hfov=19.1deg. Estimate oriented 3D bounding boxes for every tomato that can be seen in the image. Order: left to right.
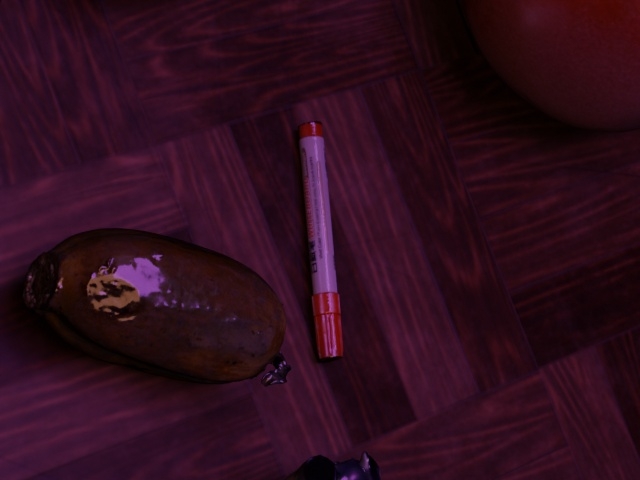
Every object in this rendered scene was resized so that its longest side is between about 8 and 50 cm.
[{"bbox_3d":[0.304,-0.260,1.948,0.322,0.321,0.321,11,69,-30],"label":"tomato"}]

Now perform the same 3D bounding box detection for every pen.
[{"bbox_3d":[0.000,0.000,1.836,0.028,0.028,0.239,5,72,-32],"label":"pen"}]

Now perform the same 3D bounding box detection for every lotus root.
[{"bbox_3d":[-0.139,0.056,1.669,0.241,0.124,0.123,21,64,-28],"label":"lotus root"}]

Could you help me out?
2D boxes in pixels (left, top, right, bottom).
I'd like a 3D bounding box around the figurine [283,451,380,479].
[{"bbox_3d":[0.014,0.308,1.693,0.145,0.145,0.222,1,65,-33],"label":"figurine"}]
